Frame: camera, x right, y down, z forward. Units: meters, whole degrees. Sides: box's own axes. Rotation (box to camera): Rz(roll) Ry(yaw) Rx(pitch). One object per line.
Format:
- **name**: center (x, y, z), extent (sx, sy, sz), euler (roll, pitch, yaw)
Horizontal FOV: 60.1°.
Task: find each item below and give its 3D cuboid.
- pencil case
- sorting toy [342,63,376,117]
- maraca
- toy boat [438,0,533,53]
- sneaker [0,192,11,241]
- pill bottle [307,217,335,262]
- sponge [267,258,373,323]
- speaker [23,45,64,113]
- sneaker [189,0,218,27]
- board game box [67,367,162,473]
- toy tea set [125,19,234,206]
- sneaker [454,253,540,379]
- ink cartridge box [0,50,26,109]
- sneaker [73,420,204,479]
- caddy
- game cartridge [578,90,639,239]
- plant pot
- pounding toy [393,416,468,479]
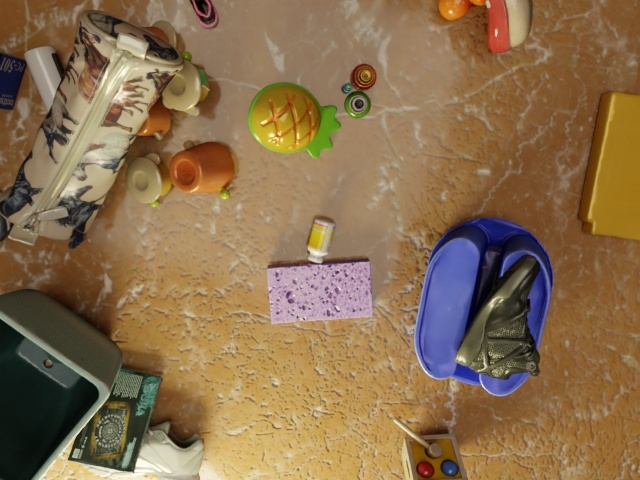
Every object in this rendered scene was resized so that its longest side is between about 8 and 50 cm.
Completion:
- **pencil case**: center (-0.384, -0.178, 0.912), extent (0.159, 0.184, 0.410), euler (23, 118, -31)
- **sorting toy**: center (0.073, -0.284, 1.044), extent (0.061, 0.042, 0.102), euler (9, 100, -5)
- **maraca**: center (-0.046, -0.219, 1.024), extent (0.185, 0.099, 0.127), euler (13, 111, -31)
- **toy boat**: center (0.286, -0.447, 0.997), extent (0.151, 0.151, 0.231), euler (-18, 102, 31)
- **sneaker**: center (-0.686, -0.099, 0.987), extent (0.110, 0.122, 0.283), euler (-39, 100, 4)
- **pill bottle**: center (0.000, 0.000, 1.091), extent (0.043, 0.043, 0.083), euler (14, 99, -6)
- **sponge**: center (0.001, 0.102, 1.116), extent (0.209, 0.031, 0.117), euler (-4, 101, -3)
- **speaker**: center (-0.483, -0.276, 1.002), extent (0.055, 0.055, 0.136), euler (-18, 101, 0)
- **sneaker**: center (-0.223, -0.444, 0.989), extent (0.047, 0.057, 0.119), euler (-28, 100, 4)
- **board game box**: center (-0.399, 0.349, 1.087), extent (0.126, 0.026, 0.186), euler (14, 67, -4)
- **toy tea set**: center (-0.258, -0.228, 1.018), extent (0.199, 0.124, 0.337), euler (6, 105, 25)
- **sneaker**: center (0.332, 0.139, 0.929), extent (0.130, 0.087, 0.228), euler (27, 107, 12)
- **ink cartridge box**: center (-0.569, -0.276, 0.919), extent (0.046, 0.207, 0.097), euler (21, 99, -7)
- **sneaker**: center (-0.362, 0.418, 1.128), extent (0.262, 0.099, 0.121), euler (17, 88, -12)
- **caddy**: center (0.312, 0.128, 1.072), extent (0.241, 0.179, 0.342), euler (13, 100, 18)
- **game cartridge**: center (0.700, -0.138, 1.114), extent (0.323, 0.053, 0.286), euler (6, 100, -3)
- **plant pot**: center (-0.511, 0.236, 0.994), extent (0.247, 0.252, 0.247), euler (39, 95, -9)
- **pounding toy**: center (0.223, 0.453, 1.152), extent (0.129, 0.141, 0.100), euler (-3, 129, -3)
